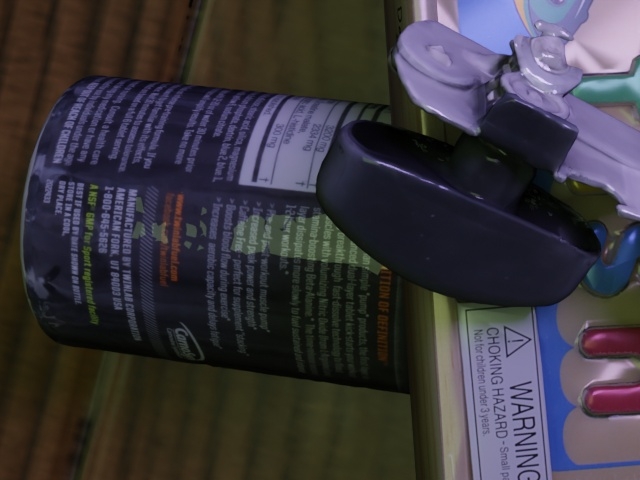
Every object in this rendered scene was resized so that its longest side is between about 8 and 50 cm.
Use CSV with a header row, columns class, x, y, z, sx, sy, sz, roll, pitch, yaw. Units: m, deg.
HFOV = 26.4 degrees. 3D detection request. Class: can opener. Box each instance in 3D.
class,x,y,z,sx,sy,sz,roll,pitch,yaw
can opener,0.138,0.004,0.484,0.280,0.074,0.093,24,119,-6

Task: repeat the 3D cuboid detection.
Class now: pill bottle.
class,x,y,z,sx,sy,sz,roll,pitch,yaw
pill bottle,0.000,0.000,0.623,0.245,0.130,0.130,7,92,12

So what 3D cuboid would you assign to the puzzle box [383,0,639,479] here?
class,x,y,z,sx,sy,sz,roll,pitch,yaw
puzzle box,0.162,-0.092,0.543,0.272,0.052,0.409,-4,89,-10
